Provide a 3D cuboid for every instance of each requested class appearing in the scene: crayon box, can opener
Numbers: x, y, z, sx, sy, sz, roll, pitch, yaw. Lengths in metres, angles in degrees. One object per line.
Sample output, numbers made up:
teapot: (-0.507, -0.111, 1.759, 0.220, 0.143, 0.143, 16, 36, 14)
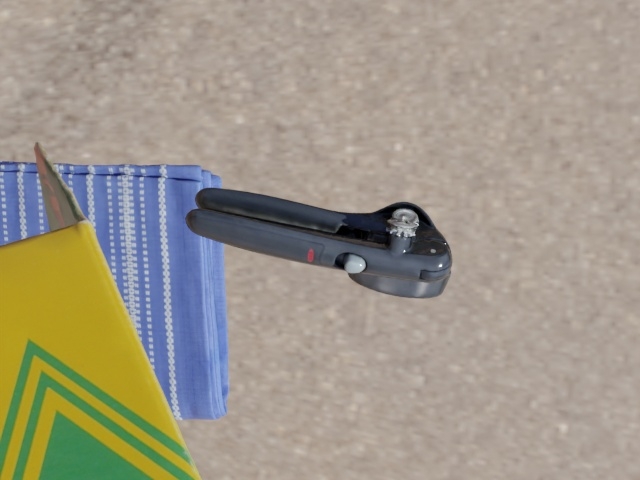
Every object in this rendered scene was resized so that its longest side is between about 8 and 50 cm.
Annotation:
crayon box: (-0.082, 0.140, 0.677, 0.081, 0.318, 0.202, -17, 137, -13)
can opener: (0.000, 0.000, 1.204, 0.186, 0.059, 0.073, 12, 119, -1)

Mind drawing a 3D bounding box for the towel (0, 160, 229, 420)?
towel: (-0.242, 0.042, 1.657, 0.040, 0.336, 0.243, -34, 124, -65)
